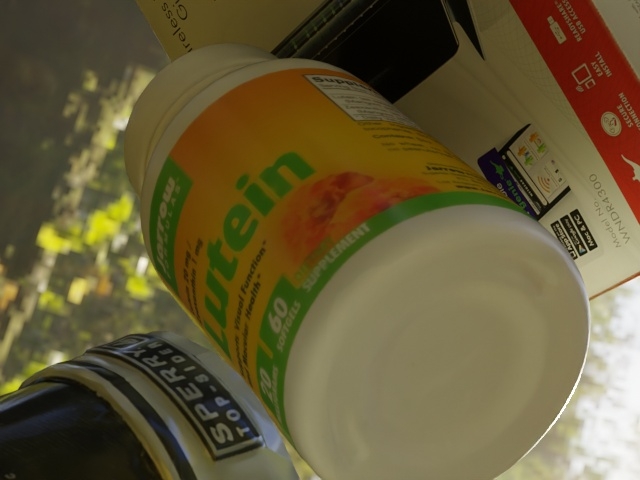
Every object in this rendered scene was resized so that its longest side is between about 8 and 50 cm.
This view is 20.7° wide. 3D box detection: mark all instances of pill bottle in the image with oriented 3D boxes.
[{"bbox_3d":[0.000,0.000,0.790,0.136,0.136,0.245,32,8,-38],"label":"pill bottle"}]

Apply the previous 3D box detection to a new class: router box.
[{"bbox_3d":[0.047,-0.110,0.889,0.335,0.082,0.301,59,-36,4],"label":"router box"}]

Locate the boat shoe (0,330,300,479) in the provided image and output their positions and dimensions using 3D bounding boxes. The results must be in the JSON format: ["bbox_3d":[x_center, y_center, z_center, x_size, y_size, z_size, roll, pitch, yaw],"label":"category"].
[{"bbox_3d":[-0.066,0.173,0.420,0.113,0.105,0.306,33,-51,37],"label":"boat shoe"}]
